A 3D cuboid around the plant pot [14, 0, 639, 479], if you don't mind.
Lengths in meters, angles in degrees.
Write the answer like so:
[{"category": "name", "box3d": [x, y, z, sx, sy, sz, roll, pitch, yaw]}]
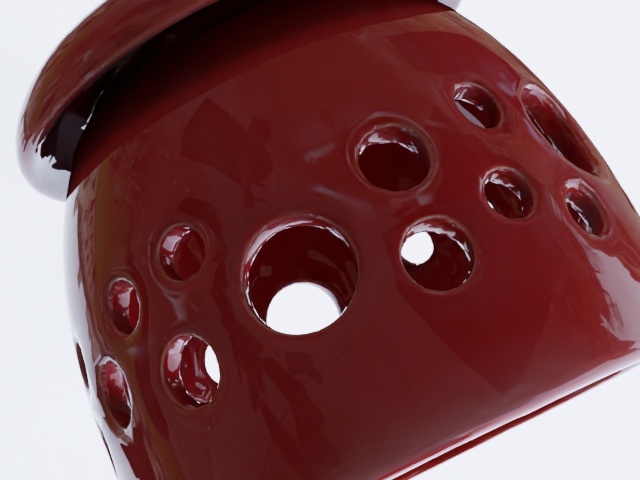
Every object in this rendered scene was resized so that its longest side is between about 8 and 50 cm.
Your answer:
[{"category": "plant pot", "box3d": [0.000, 0.000, 0.453, 0.191, 0.191, 0.174, -30, -103, 12]}]
